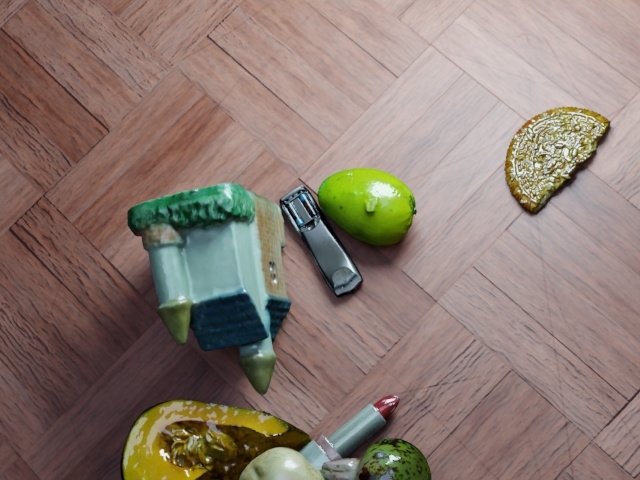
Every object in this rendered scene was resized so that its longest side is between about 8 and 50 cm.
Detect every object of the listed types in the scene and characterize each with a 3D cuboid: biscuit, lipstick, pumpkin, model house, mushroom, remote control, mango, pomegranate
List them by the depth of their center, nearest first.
[{"bbox_3d":[-0.057,0.386,1.916,0.148,0.112,0.148,1,109,2],"label":"mushroom"},{"bbox_3d":[0.089,0.372,1.930,0.163,0.126,0.138,-18,23,26],"label":"pomegranate"},{"bbox_3d":[-0.175,0.355,1.984,0.280,0.139,0.190,9,69,18],"label":"pumpkin"},{"bbox_3d":[0.052,0.307,2.001,0.186,0.057,0.063,-37,65,-8],"label":"lipstick"},{"bbox_3d":[-0.159,0.095,2.025,0.194,0.267,0.325,-15,80,13],"label":"model house"},{"bbox_3d":[0.073,-0.061,2.102,0.178,0.100,0.119,19,78,26],"label":"mango"},{"bbox_3d":[0.379,-0.150,2.106,0.126,0.025,0.206,39,82,22],"label":"biscuit"},{"bbox_3d":[0.000,0.000,2.132,0.059,0.028,0.212,-32,67,-2],"label":"remote control"}]
